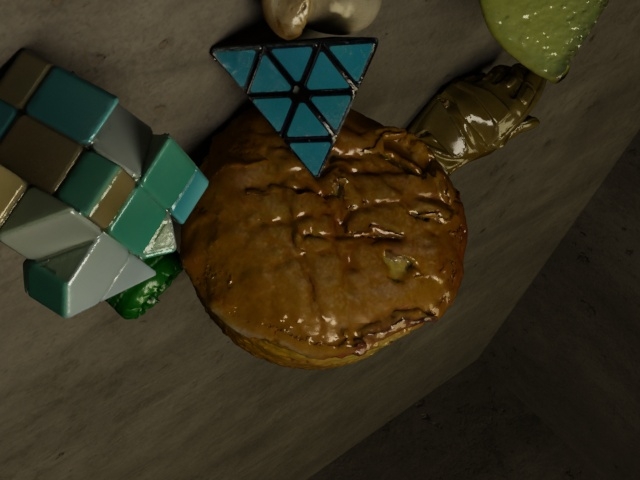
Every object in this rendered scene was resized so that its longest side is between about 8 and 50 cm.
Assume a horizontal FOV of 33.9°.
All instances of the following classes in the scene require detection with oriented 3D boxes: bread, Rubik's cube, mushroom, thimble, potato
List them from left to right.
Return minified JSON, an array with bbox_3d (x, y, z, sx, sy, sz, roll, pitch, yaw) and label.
[{"bbox_3d":[-0.267,-0.044,1.104,0.213,0.224,0.265,-59,159,-9],"label":"Rubik's cube"},{"bbox_3d":[-0.251,0.045,1.440,0.118,0.090,0.130,-48,177,-16],"label":"thimble"},{"bbox_3d":[0.000,0.000,1.447,0.398,0.398,0.215,-37,171,-23],"label":"bread"},{"bbox_3d":[0.009,-0.304,1.319,0.097,0.088,0.212,-44,161,32],"label":"mushroom"},{"bbox_3d":[0.019,-0.235,1.317,0.178,0.211,0.190,-20,-149,45],"label":"Rubik's cube"},{"bbox_3d":[0.368,-0.435,1.670,0.330,0.213,0.280,-60,175,10],"label":"potato"}]

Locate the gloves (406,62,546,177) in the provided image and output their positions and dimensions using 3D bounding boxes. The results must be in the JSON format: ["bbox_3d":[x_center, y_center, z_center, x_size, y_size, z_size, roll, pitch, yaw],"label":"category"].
[{"bbox_3d":[0.281,-0.223,1.922,0.331,0.154,0.141,-39,161,1],"label":"gloves"}]
